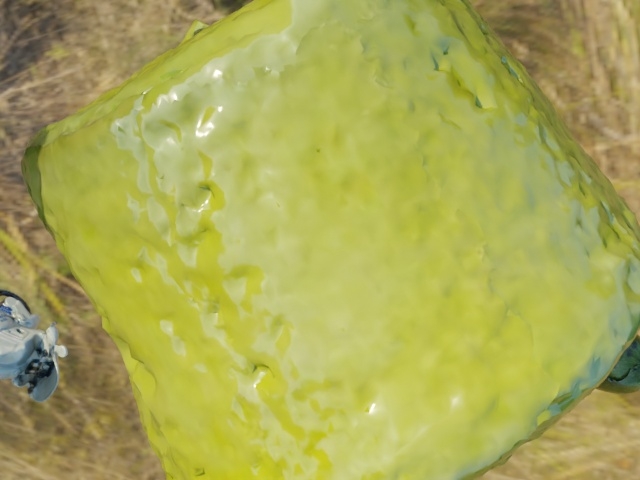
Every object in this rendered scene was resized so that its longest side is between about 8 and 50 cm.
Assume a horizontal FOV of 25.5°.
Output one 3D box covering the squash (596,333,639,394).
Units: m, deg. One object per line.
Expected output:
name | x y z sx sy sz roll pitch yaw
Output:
squash | 0.168 0.066 1.029 0.052 0.183 0.052 -14 114 -32

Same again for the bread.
bread | 0.000 0.000 0.881 0.348 0.348 0.308 -38 97 -27

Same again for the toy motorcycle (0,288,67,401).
toy motorcycle | -0.375 0.132 1.586 0.150 0.102 0.221 46 32 9
